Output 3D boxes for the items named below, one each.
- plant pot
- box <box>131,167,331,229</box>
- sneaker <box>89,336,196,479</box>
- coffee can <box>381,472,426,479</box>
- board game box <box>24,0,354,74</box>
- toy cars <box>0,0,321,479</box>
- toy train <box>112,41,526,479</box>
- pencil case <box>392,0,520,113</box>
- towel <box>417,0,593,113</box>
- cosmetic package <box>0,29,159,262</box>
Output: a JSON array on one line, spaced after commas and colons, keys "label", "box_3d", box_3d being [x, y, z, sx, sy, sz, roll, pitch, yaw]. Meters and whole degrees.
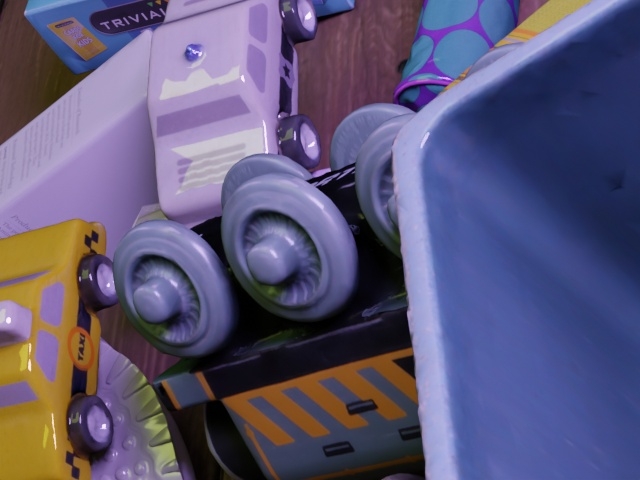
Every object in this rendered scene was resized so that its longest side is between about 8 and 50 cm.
[{"label": "plant pot", "box_3d": [0.202, 0.051, 0.510, 0.248, 0.252, 0.247, -31, 40, 26]}, {"label": "box", "box_3d": [0.000, 0.000, 0.950, 0.324, 0.067, 0.063, -10, 52, 45]}, {"label": "sneaker", "box_3d": [-0.141, 0.111, 0.998, 0.090, 0.095, 0.235, -44, 54, 1]}, {"label": "coffee can", "box_3d": [-0.014, 0.254, 0.614, 0.275, 0.201, 0.201, -41, 36, 14]}, {"label": "board game box", "box_3d": [-0.078, -0.307, 1.254, 0.253, 0.079, 0.336, -10, 50, 26]}, {"label": "toy cars", "box_3d": [-0.125, -0.018, 0.937, 0.176, 0.087, 0.394, 32, 84, 36]}, {"label": "toy train", "box_3d": [0.038, 0.034, 0.771, 0.334, 0.190, 0.142, -20, 11, 41]}, {"label": "pencil case", "box_3d": [0.087, -0.135, 0.974, 0.070, 0.064, 0.152, -5, 53, 27]}, {"label": "towel", "box_3d": [0.165, -0.119, 0.853, 0.237, 0.021, 0.102, -41, 37, -19]}, {"label": "cosmetic package", "box_3d": [-0.167, -0.036, 1.126, 0.231, 0.117, 0.085, -34, 38, 21]}]
